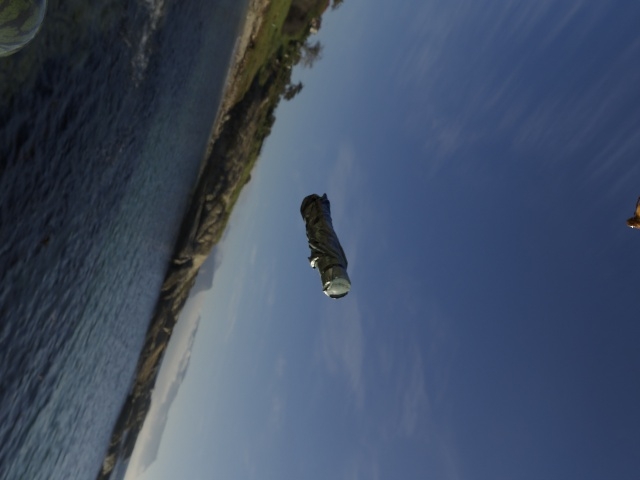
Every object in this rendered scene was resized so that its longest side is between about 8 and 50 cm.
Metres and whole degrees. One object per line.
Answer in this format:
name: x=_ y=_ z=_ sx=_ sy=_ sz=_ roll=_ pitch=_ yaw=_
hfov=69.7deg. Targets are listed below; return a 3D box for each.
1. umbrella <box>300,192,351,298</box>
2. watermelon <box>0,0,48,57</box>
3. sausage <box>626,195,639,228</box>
umbrella: x=0.000 y=0.000 z=0.566 sx=0.188 sy=0.050 sz=0.046 roll=-103 pitch=-146 yaw=-54
watermelon: x=-0.445 y=-0.331 z=0.553 sx=0.212 sy=0.212 sz=0.212 roll=-162 pitch=-90 yaw=-76
sausage: x=0.301 y=-0.053 z=0.304 sx=0.183 sy=0.062 sz=0.054 roll=-33 pitch=-111 yaw=23
